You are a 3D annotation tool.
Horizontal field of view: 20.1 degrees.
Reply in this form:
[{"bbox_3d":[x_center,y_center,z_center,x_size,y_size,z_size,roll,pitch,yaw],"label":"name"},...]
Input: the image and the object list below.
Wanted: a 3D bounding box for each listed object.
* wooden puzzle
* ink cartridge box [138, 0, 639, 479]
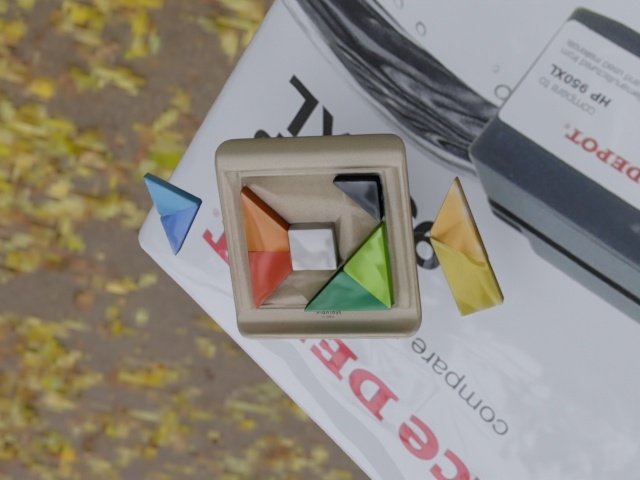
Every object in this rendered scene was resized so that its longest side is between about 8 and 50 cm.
[{"bbox_3d":[0.000,0.000,0.624,0.116,0.014,0.079,-8,107,16],"label":"wooden puzzle"},{"bbox_3d":[0.144,-0.054,0.675,0.285,0.166,0.395,45,130,12],"label":"ink cartridge box"}]
